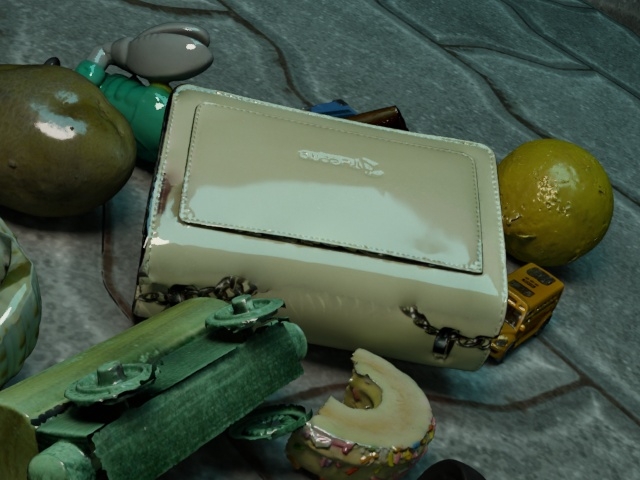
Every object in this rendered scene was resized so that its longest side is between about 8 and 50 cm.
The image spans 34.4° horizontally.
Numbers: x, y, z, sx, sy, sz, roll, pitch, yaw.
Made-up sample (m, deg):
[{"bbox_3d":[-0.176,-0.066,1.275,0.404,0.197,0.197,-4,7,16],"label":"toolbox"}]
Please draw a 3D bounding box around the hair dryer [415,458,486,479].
[{"bbox_3d":[0.181,0.322,0.688,0.320,0.156,0.284,32,17,-1],"label":"hair dryer"}]

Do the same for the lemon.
[{"bbox_3d":[0.306,-0.050,1.403,0.173,0.174,0.206,36,44,23],"label":"lemon"}]

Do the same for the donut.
[{"bbox_3d":[0.046,0.170,0.935,0.108,0.065,0.166,28,27,12],"label":"donut"}]

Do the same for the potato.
[{"bbox_3d":[-0.300,-0.109,1.082,0.235,0.160,0.178,29,-7,38],"label":"potato"}]

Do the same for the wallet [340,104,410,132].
[{"bbox_3d":[-0.019,-0.094,1.187,0.255,0.137,0.031,-11,66,12],"label":"wallet"}]

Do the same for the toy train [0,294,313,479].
[{"bbox_3d":[-0.135,0.136,0.819,0.189,0.126,0.307,-14,8,34],"label":"toy train"}]

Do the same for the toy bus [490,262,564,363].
[{"bbox_3d":[0.224,0.080,1.214,0.069,0.074,0.162,37,30,22],"label":"toy bus"}]

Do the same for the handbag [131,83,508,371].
[{"bbox_3d":[0.000,0.000,1.063,0.358,0.160,0.237,10,45,-9],"label":"handbag"}]

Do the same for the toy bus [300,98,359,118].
[{"bbox_3d":[0.048,-0.074,1.312,0.133,0.116,0.234,-15,48,-45],"label":"toy bus"}]

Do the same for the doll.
[{"bbox_3d":[-0.205,-0.181,1.242,0.258,0.195,0.153,30,65,-7],"label":"doll"}]

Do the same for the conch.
[{"bbox_3d":[-0.300,0.065,0.802,0.172,0.131,0.200,32,67,15],"label":"conch"}]
